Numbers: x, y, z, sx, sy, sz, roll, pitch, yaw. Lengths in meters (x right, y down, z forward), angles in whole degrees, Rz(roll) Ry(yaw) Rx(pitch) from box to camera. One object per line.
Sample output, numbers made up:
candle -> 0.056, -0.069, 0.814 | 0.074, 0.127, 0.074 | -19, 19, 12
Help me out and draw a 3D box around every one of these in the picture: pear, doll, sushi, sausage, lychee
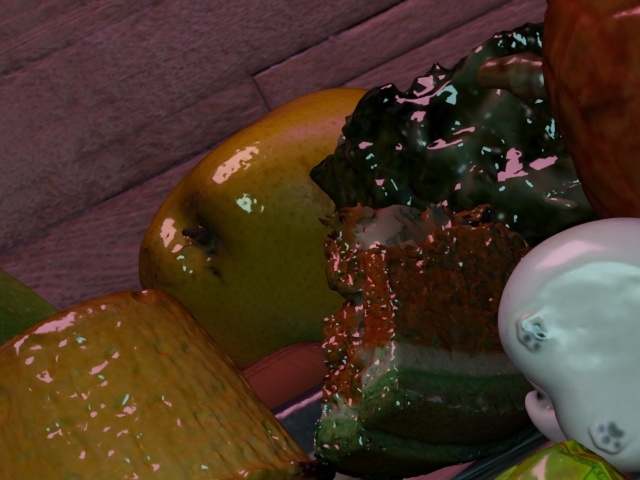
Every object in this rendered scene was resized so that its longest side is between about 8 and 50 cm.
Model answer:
pear -> 0.006, 0.012, 1.753 | 0.336, 0.285, 0.285 | -33, 4, -39
doll -> 0.135, 0.043, 0.904 | 0.107, 0.110, 0.181 | -36, -3, -1
sushi -> 0.178, -0.057, 1.455 | 0.352, 0.178, 0.294 | -22, -14, -1
sausage -> -0.060, 0.149, 1.560 | 0.086, 0.086, 0.289 | -27, -1, 35
lychee -> 0.224, -0.079, 1.020 | 0.300, 0.255, 0.255 | -17, 6, 30

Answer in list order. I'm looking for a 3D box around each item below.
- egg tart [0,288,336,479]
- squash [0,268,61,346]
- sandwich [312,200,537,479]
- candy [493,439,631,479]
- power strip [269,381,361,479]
egg tart -> -0.112, 0.132, 1.130 | 0.215, 0.171, 0.215 | -26, -15, -7
squash -> -0.198, 0.111, 1.333 | 0.189, 0.189, 0.260 | -27, -27, 33
sandwich -> 0.089, 0.047, 1.119 | 0.235, 0.159, 0.079 | -1, -23, -42
candy -> 0.042, 0.134, 0.649 | 0.058, 0.062, 0.194 | 27, 47, 30
power strip -> 0.021, 0.121, 1.297 | 0.257, 0.070, 0.105 | -26, -3, -16
